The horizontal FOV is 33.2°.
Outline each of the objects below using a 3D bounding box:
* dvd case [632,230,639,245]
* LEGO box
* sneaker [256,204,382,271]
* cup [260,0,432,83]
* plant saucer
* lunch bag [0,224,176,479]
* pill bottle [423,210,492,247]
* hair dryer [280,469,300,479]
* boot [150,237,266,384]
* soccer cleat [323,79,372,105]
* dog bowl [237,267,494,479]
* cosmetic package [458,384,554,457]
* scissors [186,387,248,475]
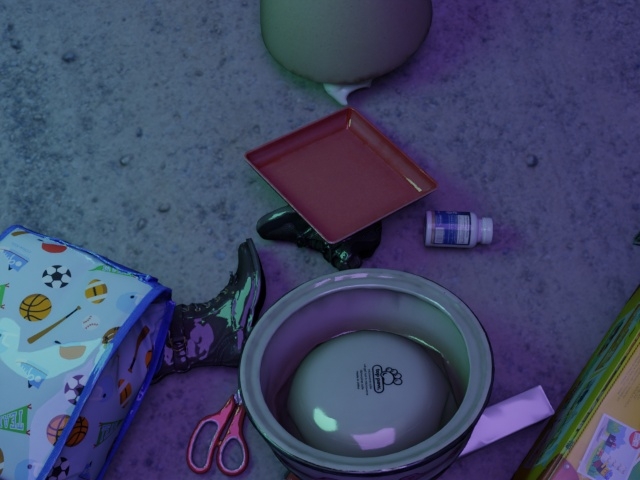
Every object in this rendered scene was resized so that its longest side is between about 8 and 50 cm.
[{"bbox_3d":[0.657,-0.018,1.869,0.165,0.221,0.018,9,73,2],"label":"dvd case"},{"bbox_3d":[0.519,0.260,1.706,0.193,0.372,0.500,35,76,9],"label":"LEGO box"},{"bbox_3d":[0.000,0.000,1.930,0.228,0.087,0.130,-2,67,-7],"label":"sneaker"},{"bbox_3d":[0.036,-0.488,1.959,0.331,0.237,0.331,-3,59,6],"label":"cup"},{"bbox_3d":[0.035,-0.111,1.926,0.259,0.047,0.258,-27,57,-29],"label":"plant saucer"},{"bbox_3d":[-0.455,0.195,1.775,0.328,0.239,0.385,20,79,17],"label":"lunch bag"},{"bbox_3d":[0.249,-0.020,1.948,0.120,0.067,0.067,2,73,0],"label":"pill bottle"},{"bbox_3d":[0.026,0.381,1.818,0.224,0.080,0.293,-18,76,-8],"label":"hair dryer"},{"bbox_3d":[-0.213,0.122,1.893,0.229,0.091,0.262,-2,70,3],"label":"boot"},{"bbox_3d":[0.086,-0.335,2.051,0.196,0.068,0.076,-41,106,-18],"label":"soccer cleat"},{"bbox_3d":[0.076,0.243,1.755,0.408,0.150,0.408,-4,46,4],"label":"dog bowl"},{"bbox_3d":[0.272,0.324,1.827,0.239,0.099,0.060,-22,75,-8],"label":"cosmetic package"},{"bbox_3d":[-0.147,0.271,1.880,0.109,0.021,0.297,16,74,4],"label":"scissors"}]
